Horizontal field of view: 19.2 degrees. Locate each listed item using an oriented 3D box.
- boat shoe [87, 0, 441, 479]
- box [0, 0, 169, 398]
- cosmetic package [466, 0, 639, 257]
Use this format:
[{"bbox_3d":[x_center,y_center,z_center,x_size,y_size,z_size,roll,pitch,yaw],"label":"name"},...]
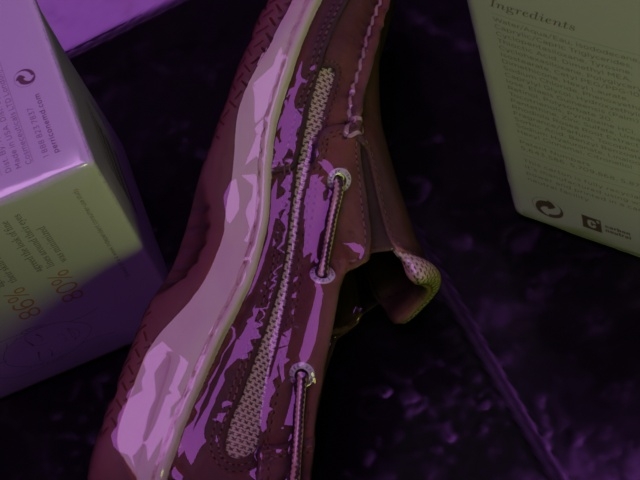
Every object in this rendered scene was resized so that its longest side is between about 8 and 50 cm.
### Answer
[{"bbox_3d":[0.000,0.003,0.713,0.095,0.095,0.257,18,72,6],"label":"boat shoe"},{"bbox_3d":[-0.157,0.000,0.716,0.170,0.130,0.091,-22,60,-1],"label":"box"},{"bbox_3d":[0.112,-0.099,0.652,0.085,0.231,0.117,20,68,21],"label":"cosmetic package"}]
